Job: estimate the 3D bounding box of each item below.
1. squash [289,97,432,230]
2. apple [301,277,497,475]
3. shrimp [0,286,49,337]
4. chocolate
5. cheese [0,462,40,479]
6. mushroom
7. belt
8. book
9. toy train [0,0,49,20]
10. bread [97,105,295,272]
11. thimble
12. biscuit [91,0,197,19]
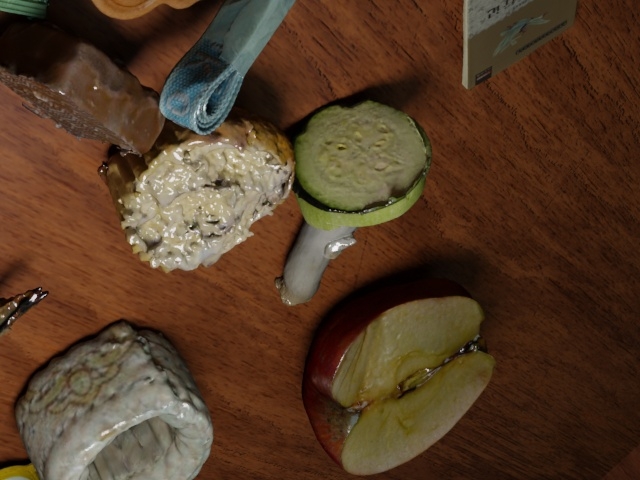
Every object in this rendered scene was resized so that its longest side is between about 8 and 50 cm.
[{"bbox_3d":[0.060,-0.095,1.837,0.220,0.220,0.133,-28,141,-13],"label":"squash"},{"bbox_3d":[0.141,0.235,2.209,0.365,0.295,0.329,-30,171,-14],"label":"apple"},{"bbox_3d":[-0.477,0.129,1.765,0.262,0.066,0.117,-32,160,16],"label":"shrimp"},{"bbox_3d":[-0.297,-0.191,1.502,0.214,0.148,0.093,44,65,-56],"label":"chocolate"},{"bbox_3d":[-0.508,0.424,2.043,0.270,0.069,0.177,-37,141,-26],"label":"cheese"},{"bbox_3d":[0.000,0.000,2.001,0.099,0.096,0.278,28,120,-3],"label":"mushroom"},{"bbox_3d":[-0.101,-0.272,1.552,0.302,0.072,0.087,-60,152,-11],"label":"belt"},{"bbox_3d":[0.308,-0.364,1.859,0.217,0.021,0.310,-33,157,-8],"label":"book"},{"bbox_3d":[-0.358,-0.293,1.434,0.093,0.038,0.056,5,120,-42],"label":"toy train"},{"bbox_3d":[-0.168,-0.086,1.717,0.274,0.149,0.274,-25,148,-17],"label":"bread"},{"bbox_3d":[-0.319,0.290,1.955,0.291,0.195,0.291,-23,142,-19],"label":"thimble"},{"bbox_3d":[-0.228,-0.360,1.435,0.334,0.047,0.202,9,114,-49],"label":"biscuit"}]
